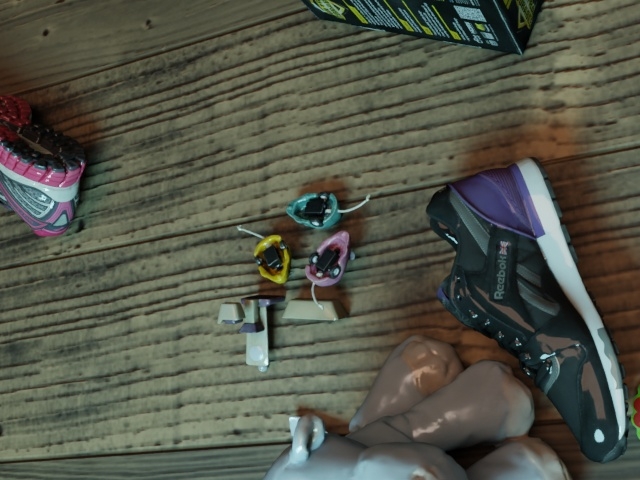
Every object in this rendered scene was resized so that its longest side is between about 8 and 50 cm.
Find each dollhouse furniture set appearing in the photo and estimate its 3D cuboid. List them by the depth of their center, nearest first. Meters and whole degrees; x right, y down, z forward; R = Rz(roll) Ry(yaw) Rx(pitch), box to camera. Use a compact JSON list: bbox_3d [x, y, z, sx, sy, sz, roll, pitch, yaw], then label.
[{"bbox_3d":[-0.036,0.103,0.852,0.114,0.091,0.081,0,92,22],"label":"dollhouse furniture set"}]

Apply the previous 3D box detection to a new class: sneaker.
[{"bbox_3d":[0.174,0.067,0.729,0.124,0.107,0.283,-15,61,3],"label":"sneaker"},{"bbox_3d":[-0.419,-0.111,1.066,0.299,0.121,0.112,36,124,36],"label":"sneaker"}]

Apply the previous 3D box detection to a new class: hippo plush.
[{"bbox_3d":[0.051,0.187,0.691,0.294,0.236,0.234,8,81,27],"label":"hippo plush"}]

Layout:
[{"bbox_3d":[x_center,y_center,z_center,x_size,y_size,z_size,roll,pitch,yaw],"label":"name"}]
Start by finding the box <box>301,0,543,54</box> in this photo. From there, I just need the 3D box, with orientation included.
[{"bbox_3d":[0.050,-0.288,0.766,0.257,0.322,0.079,20,87,29],"label":"box"}]

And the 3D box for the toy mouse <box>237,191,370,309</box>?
[{"bbox_3d":[0.000,0.000,0.868,0.143,0.031,0.161,-37,48,6],"label":"toy mouse"}]

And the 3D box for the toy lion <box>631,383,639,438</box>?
[{"bbox_3d":[0.320,0.143,0.695,0.096,0.034,0.100,34,93,36],"label":"toy lion"}]
